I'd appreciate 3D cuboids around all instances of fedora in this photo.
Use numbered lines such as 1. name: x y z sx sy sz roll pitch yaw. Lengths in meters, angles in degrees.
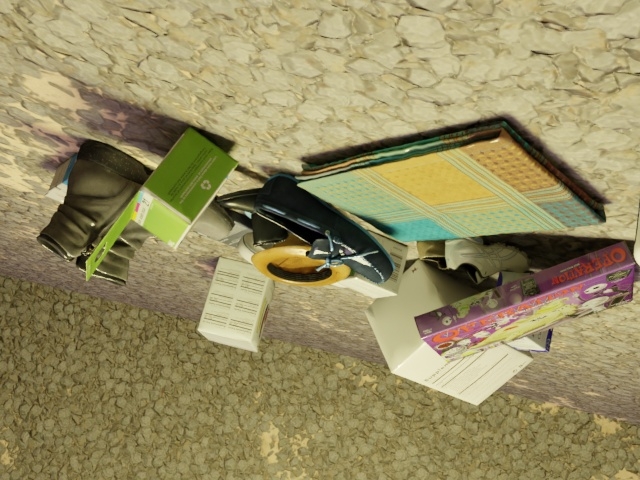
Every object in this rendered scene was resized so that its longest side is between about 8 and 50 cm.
1. fedora: -0.034 0.024 1.255 0.194 0.079 0.194 7 156 3

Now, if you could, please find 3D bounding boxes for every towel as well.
1. towel: 0.178 -0.069 0.978 0.271 0.040 0.370 27 158 -37

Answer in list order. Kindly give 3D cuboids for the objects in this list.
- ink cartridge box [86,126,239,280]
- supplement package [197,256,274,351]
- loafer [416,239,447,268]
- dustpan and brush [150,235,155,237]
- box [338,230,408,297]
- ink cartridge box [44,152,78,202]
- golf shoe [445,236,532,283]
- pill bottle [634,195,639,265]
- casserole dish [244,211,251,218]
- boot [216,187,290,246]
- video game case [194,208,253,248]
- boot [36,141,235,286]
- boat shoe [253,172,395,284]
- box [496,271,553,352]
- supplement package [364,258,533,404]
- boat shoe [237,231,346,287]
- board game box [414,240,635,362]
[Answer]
1. ink cartridge box: -0.254 -0.029 1.061 0.097 0.255 0.189 35 160 -9
2. supplement package: -0.223 0.179 1.843 0.149 0.203 0.194 13 164 4
3. loafer: 0.239 0.030 1.227 0.148 0.050 0.056 17 164 -8
4. dustpan and brush: -0.526 -0.029 1.660 0.147 0.060 0.211 3 160 34
5. box: 0.099 0.048 1.314 0.102 0.101 0.087 23 162 -22
6. ink cartridge box: -0.471 -0.111 1.342 0.104 0.060 0.180 24 161 -32
7. golf shoe: 0.284 0.040 1.161 0.176 0.086 0.069 19 162 -19
8. pill bottle: 0.396 -0.014 0.734 0.094 0.169 0.094 13 164 4
9. casserole dish: -0.045 -0.046 1.241 0.188 0.037 0.114 11 163 10
10. boot: -0.112 -0.038 1.142 0.121 0.099 0.045 -11 -176 -32
11. video game case: -0.125 0.004 1.497 0.274 0.026 0.196 21 162 -25
12. boot: -0.335 -0.013 1.252 0.338 0.223 0.118 26 159 -30
13. boat shoe: 0.000 0.000 1.119 0.258 0.089 0.109 34 152 4
14. box: 0.400 0.141 1.322 0.072 0.126 0.137 0 159 43
15. supplement package: 0.271 0.199 1.424 0.293 0.177 0.175 28 117 -36
16. boat shoe: -0.031 0.022 1.364 0.267 0.096 0.088 18 127 -15
17. board game box: 0.350 0.115 1.143 0.346 0.056 0.208 -22 148 15
